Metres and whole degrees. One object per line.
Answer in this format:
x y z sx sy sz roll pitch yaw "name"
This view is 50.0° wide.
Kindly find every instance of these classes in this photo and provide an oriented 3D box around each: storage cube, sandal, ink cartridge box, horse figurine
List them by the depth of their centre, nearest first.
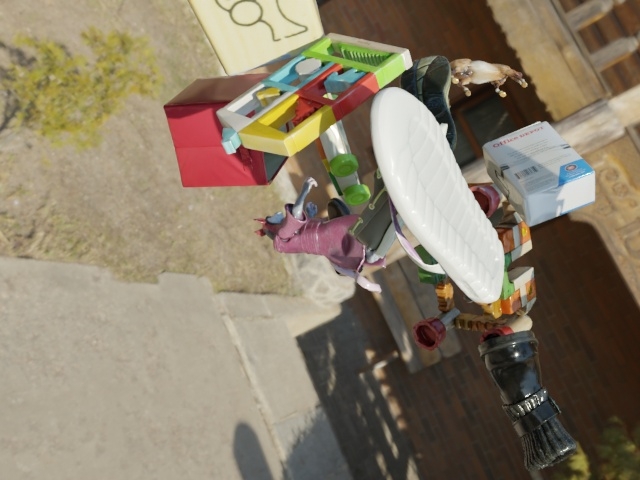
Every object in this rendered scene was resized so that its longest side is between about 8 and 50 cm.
0.153 -0.034 0.991 0.416 0.102 0.169 51 44 -37 "sandal"
0.444 -0.140 1.410 0.203 0.148 0.086 -109 177 -50 "ink cartridge box"
-0.184 -0.230 1.429 0.215 0.193 0.184 -67 153 -57 "storage cube"
0.251 -0.306 1.599 0.086 0.120 0.303 61 27 -60 "sandal"
0.396 -0.409 1.721 0.174 0.263 0.066 -89 180 -57 "horse figurine"

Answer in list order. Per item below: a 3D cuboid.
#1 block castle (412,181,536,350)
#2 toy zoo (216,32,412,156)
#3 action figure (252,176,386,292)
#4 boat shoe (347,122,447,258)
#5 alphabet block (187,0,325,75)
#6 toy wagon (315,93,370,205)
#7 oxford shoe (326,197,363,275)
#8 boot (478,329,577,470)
0.359 0.072 1.765 0.213 0.303 0.453 -25 110 -44 "block castle"
-0.029 -0.217 1.040 0.192 0.293 0.030 29 -28 46 "toy zoo"
0.000 0.000 1.748 0.248 0.370 0.276 39 55 -68 "action figure"
0.134 -0.096 1.234 0.091 0.305 0.109 30 43 8 "boat shoe"
-0.114 -0.429 1.148 0.197 0.192 0.193 65 10 -59 "alphabet block"
0.019 -0.239 1.405 0.344 0.068 0.267 58 15 -60 "toy wagon"
0.053 -0.009 1.937 0.096 0.082 0.227 -13 87 -40 "oxford shoe"
0.472 0.365 1.551 0.348 0.131 0.260 52 20 -56 "boot"
